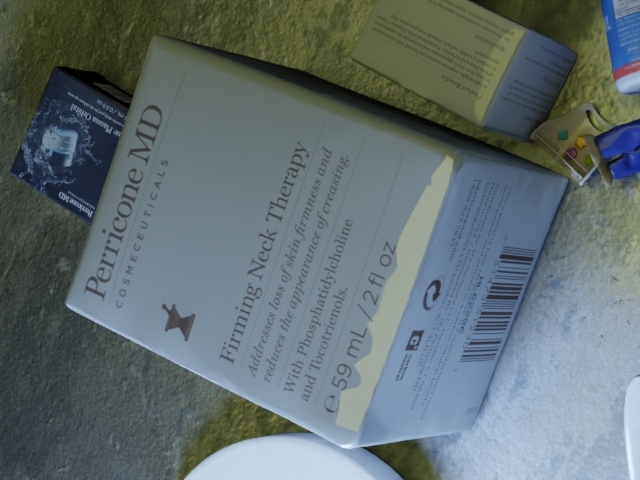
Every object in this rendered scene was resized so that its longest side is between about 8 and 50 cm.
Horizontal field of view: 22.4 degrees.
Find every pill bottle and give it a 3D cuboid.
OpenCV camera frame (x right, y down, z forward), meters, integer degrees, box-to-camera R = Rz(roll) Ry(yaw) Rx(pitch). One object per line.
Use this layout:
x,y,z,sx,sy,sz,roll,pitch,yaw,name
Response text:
0.362,-0.276,1.744,0.124,0.124,0.221,-12,82,26,pill bottle

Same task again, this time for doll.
0.381,-0.125,1.739,0.189,0.129,0.046,-24,41,12,doll

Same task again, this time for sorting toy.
0.293,-0.113,1.821,0.075,0.045,0.083,-47,69,10,sorting toy

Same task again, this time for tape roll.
-0.032,0.426,1.952,0.392,0.072,0.392,-1,88,28,tape roll

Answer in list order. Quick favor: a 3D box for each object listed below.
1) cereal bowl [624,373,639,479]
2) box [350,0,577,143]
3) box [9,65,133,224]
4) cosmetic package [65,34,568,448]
0.421,0.281,1.607,0.141,0.339,0.339,-12,82,-4,cereal bowl
0.162,-0.206,1.811,0.181,0.182,0.119,31,100,24,box
-0.292,-0.120,2.091,0.156,0.093,0.158,31,103,25,box
0.000,0.000,1.807,0.393,0.327,0.329,23,99,27,cosmetic package
